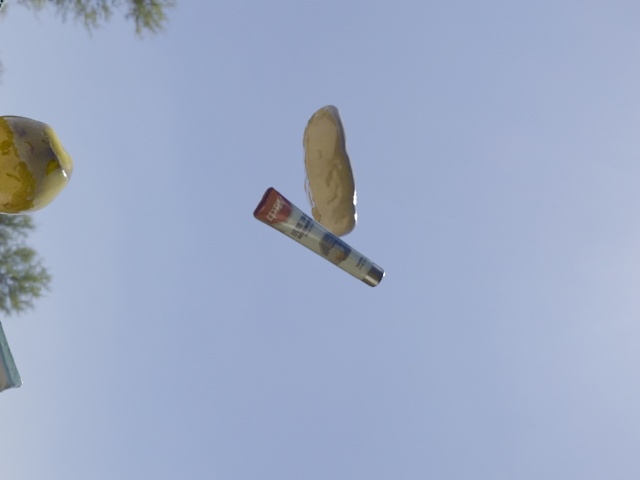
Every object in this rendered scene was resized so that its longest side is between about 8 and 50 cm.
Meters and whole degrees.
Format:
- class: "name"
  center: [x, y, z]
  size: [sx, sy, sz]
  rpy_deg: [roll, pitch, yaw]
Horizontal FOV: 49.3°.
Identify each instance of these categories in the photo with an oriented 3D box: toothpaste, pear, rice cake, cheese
- class: "toothpaste"
  center: [0.000, 0.000, 1.145]
  size: [0.062, 0.239, 0.039]
  rpy_deg: [-60, -169, -21]
- class: "pear"
  center: [-0.839, -0.181, 1.866]
  size: [0.336, 0.285, 0.285]
  rpy_deg: [-39, -126, 7]
- class: "rice cake"
  center: [-0.593, 0.163, 1.214]
  size: [0.042, 0.080, 0.221]
  rpy_deg: [-27, -97, 44]
- class: "cheese"
  center: [0.016, -0.219, 1.856]
  size: [0.351, 0.130, 0.328]
  rpy_deg: [-102, -175, -60]

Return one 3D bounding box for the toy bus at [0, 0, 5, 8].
- class: "toy bus"
  center: [-0.728, -0.543, 1.328]
  size: [0.147, 0.256, 0.128]
  rpy_deg: [20, -102, 21]
